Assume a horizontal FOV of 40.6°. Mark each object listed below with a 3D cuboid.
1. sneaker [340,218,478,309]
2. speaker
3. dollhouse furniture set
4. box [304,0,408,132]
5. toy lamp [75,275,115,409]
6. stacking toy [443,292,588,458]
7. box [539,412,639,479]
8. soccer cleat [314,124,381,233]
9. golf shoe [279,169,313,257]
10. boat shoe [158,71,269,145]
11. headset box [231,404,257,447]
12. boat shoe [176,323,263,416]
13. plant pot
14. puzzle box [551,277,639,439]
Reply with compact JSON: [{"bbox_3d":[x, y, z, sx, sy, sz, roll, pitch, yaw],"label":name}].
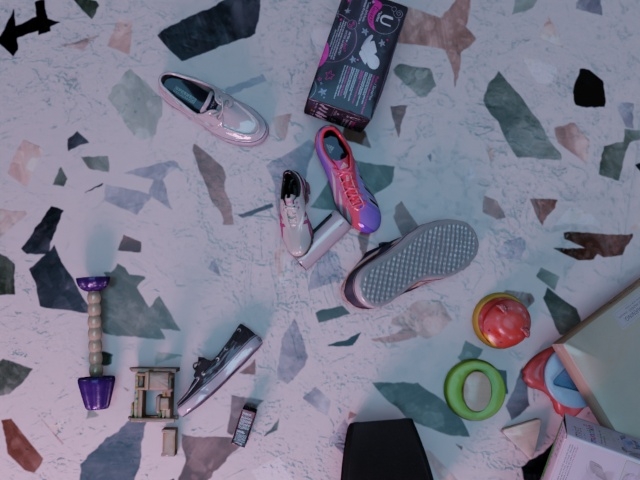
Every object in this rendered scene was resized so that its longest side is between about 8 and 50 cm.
[{"bbox_3d":[0.178,0.046,1.812,0.321,0.127,0.126,-22,93,-27],"label":"sneaker"},{"bbox_3d":[0.000,0.000,1.837,0.136,0.055,0.055,-44,88,-3],"label":"speaker"},{"bbox_3d":[-0.349,0.352,1.753,0.101,0.161,0.182,1,85,-1],"label":"dollhouse furniture set"},{"bbox_3d":[0.073,-0.372,1.810,0.142,0.163,0.247,20,86,-3],"label":"box"},{"bbox_3d":[-0.470,0.213,1.803,0.080,0.080,0.275,-5,86,-1],"label":"toy lamp"},{"bbox_3d":[0.419,0.285,1.786,0.308,0.130,0.280,34,86,2],"label":"stacking toy"},{"bbox_3d":[0.537,0.505,1.661,0.231,0.127,0.262,18,103,11],"label":"box"},{"bbox_3d":[0.056,-0.129,1.826,0.083,0.095,0.248,-24,86,-3],"label":"soccer cleat"},{"bbox_3d":[-0.060,-0.057,1.803,0.067,0.086,0.186,-12,69,17],"label":"golf shoe"},{"bbox_3d":[-0.231,-0.279,1.837,0.258,0.084,0.095,23,86,1],"label":"boat shoe"},{"bbox_3d":[-0.157,0.383,1.803,0.032,0.062,0.083,17,87,0],"label":"headset box"},{"bbox_3d":[-0.224,0.266,1.805,0.228,0.080,0.076,-45,82,-5],"label":"boat shoe"},{"bbox_3d":[0.128,0.451,1.752,0.188,0.187,0.167,-4,74,-1],"label":"plant pot"},{"bbox_3d":[0.700,0.218,1.777,0.408,0.052,0.272,-31,91,-18],"label":"puzzle box"}]
